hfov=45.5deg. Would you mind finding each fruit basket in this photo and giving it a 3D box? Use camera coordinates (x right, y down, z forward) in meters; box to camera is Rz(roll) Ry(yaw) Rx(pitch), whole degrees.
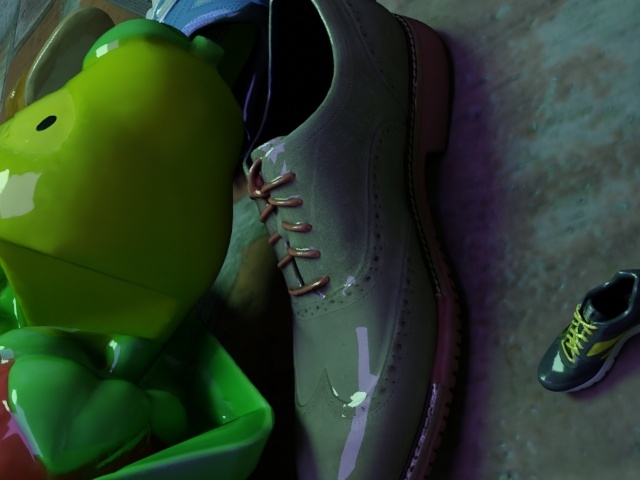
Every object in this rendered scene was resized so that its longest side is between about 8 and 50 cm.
[{"bbox_3d":[-0.188,0.039,0.511,0.392,0.283,0.392,28,122,58],"label":"fruit basket"}]

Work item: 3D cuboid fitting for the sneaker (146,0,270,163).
[{"bbox_3d":[-0.146,-0.098,0.701,0.330,0.130,0.147,-58,37,18],"label":"sneaker"}]

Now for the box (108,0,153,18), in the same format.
[{"bbox_3d":[-0.172,-0.308,0.820,0.137,0.126,0.072,-27,57,43],"label":"box"}]

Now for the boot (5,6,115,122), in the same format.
[{"bbox_3d":[-0.384,-0.214,1.072,0.295,0.104,0.211,-62,38,20],"label":"boot"}]

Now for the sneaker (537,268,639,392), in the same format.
[{"bbox_3d":[0.131,0.041,0.367,0.083,0.035,0.031,-52,40,25],"label":"sneaker"}]

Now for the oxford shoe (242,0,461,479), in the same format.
[{"bbox_3d":[0.000,0.000,0.470,0.123,0.130,0.348,-23,59,45],"label":"oxford shoe"}]
